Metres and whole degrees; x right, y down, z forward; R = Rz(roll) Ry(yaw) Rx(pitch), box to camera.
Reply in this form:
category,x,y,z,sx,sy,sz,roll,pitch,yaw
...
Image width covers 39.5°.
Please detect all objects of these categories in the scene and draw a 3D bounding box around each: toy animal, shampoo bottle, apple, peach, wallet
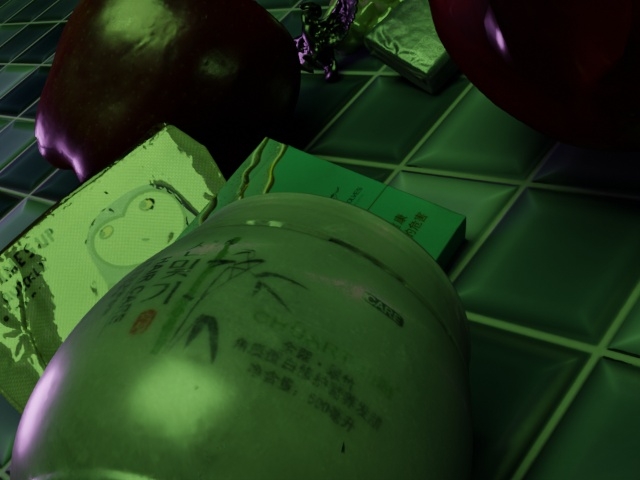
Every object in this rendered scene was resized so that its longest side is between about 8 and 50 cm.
category,x,y,z,sx,sy,sz,roll,pitch,yaw
toy animal,-0.004,-0.275,1.219,0.220,0.062,0.107,-33,49,54
shampoo bottle,-0.038,0.125,0.576,0.273,0.273,0.266,-9,33,30
apple,-0.186,-0.186,1.089,0.316,0.288,0.288,-53,36,-3
peach,0.265,-0.247,0.750,0.388,0.388,0.388,-21,35,15
wallet,-0.210,0.046,0.891,0.335,0.068,0.275,-39,74,-10

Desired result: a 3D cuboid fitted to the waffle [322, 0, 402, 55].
category,x,y,z,sx,sy,sz,roll,pitch,yaw
waffle,0.142,-0.371,1.269,0.309,0.056,0.291,-9,39,28

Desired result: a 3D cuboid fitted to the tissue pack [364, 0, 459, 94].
category,x,y,z,sx,sy,sz,roll,pitch,yaw
tissue pack,0.148,-0.265,1.094,0.156,0.051,0.112,-45,59,-10

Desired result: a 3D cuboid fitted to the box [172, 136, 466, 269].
category,x,y,z,sx,sy,sz,roll,pitch,yaw
box,-0.001,0.000,0.841,0.229,0.041,0.162,23,58,23
